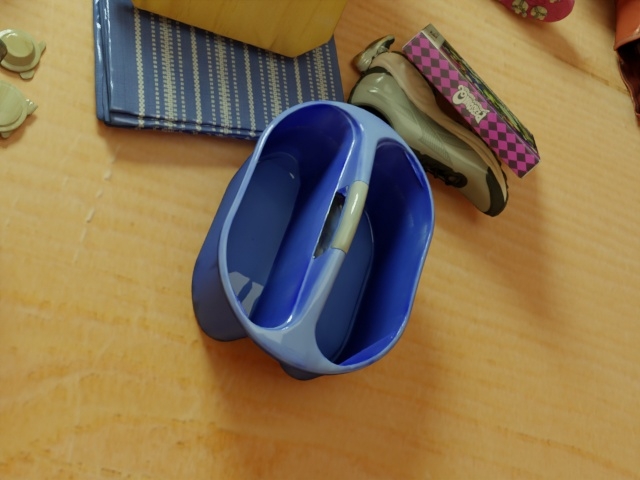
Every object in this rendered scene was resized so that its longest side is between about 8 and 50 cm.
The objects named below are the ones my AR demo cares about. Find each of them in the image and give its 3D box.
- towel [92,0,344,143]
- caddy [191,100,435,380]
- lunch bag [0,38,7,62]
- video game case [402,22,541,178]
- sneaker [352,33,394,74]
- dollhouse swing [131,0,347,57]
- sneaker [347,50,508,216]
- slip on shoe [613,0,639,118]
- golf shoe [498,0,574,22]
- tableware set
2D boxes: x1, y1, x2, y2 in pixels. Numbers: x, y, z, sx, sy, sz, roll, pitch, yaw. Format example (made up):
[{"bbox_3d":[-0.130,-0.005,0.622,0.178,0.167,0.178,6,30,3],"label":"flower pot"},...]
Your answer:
[{"bbox_3d":[-0.126,-0.236,1.208,0.336,0.040,0.243,4,67,-29],"label":"towel"},{"bbox_3d":[0.000,0.000,1.093,0.241,0.179,0.341,28,61,-16],"label":"caddy"},{"bbox_3d":[-0.480,-0.149,0.856,0.305,0.212,0.256,37,74,-30],"label":"lunch bag"},{"bbox_3d":[0.210,-0.200,1.296,0.232,0.042,0.210,47,18,-4],"label":"video game case"},{"bbox_3d":[0.080,-0.261,1.330,0.083,0.032,0.037,-43,107,-29],"label":"sneaker"},{"bbox_3d":[-0.087,-0.467,1.186,0.347,0.305,0.315,12,43,-25],"label":"dollhouse swing"},{"bbox_3d":[0.145,-0.128,1.281,0.271,0.100,0.108,45,74,-4],"label":"sneaker"},{"bbox_3d":[0.539,-0.347,1.559,0.101,0.123,0.331,-5,78,-26],"label":"slip on shoe"},{"bbox_3d":[0.289,-0.474,1.475,0.306,0.115,0.140,38,55,-12],"label":"golf shoe"},{"bbox_3d":[-0.393,-0.200,1.054,0.169,0.020,0.141,24,63,-20],"label":"tableware set"}]
